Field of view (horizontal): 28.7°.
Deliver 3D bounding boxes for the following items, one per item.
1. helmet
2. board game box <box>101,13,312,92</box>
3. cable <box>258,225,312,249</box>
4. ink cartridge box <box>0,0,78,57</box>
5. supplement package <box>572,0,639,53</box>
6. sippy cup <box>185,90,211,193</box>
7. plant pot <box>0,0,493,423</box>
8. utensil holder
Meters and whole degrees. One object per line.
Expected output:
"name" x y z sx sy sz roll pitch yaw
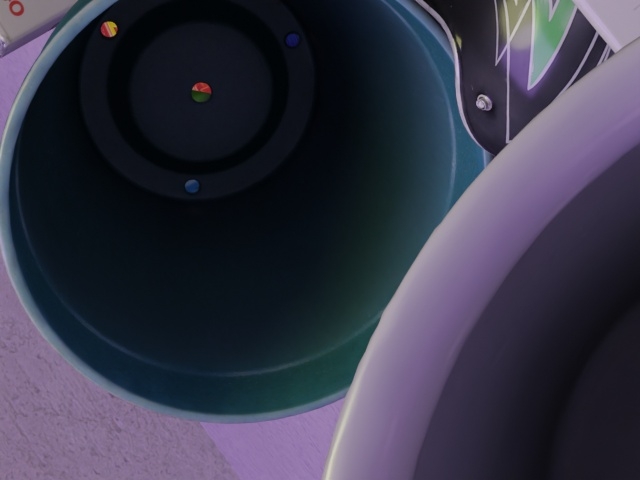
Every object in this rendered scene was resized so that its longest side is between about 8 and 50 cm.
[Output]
"helmet" 0.135 -0.121 0.627 0.169 0.169 0.162 93 157 -60
"board game box" -0.093 -0.258 0.961 0.301 0.086 0.308 14 137 42
"cable" 0.000 0.000 1.006 0.089 0.257 0.257 65 167 -15
"ink cartridge box" -0.256 -0.293 1.183 0.159 0.218 0.092 59 160 -9
"supplement package" 0.105 -0.216 0.442 0.293 0.177 0.175 52 -161 6
"sippy cup" -0.073 0.010 1.234 0.240 0.224 0.305 44 157 30
"plant pot" -0.062 -0.068 0.783 0.272 0.271 0.255 65 178 -25
"utensil holder" 0.200 0.110 0.440 0.328 0.327 0.385 50 -173 15
